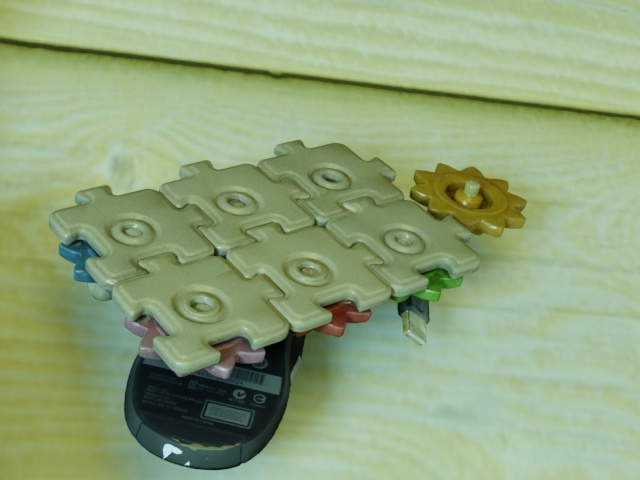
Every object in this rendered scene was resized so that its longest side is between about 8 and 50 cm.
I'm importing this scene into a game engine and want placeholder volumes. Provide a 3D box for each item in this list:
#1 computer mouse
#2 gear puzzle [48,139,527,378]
[{"bbox_3d":[-0.022,0.069,0.791,0.184,0.060,0.262,10,38,-3],"label":"computer mouse"},{"bbox_3d":[0.000,0.000,0.806,0.339,0.044,0.175,-17,44,-36],"label":"gear puzzle"}]
